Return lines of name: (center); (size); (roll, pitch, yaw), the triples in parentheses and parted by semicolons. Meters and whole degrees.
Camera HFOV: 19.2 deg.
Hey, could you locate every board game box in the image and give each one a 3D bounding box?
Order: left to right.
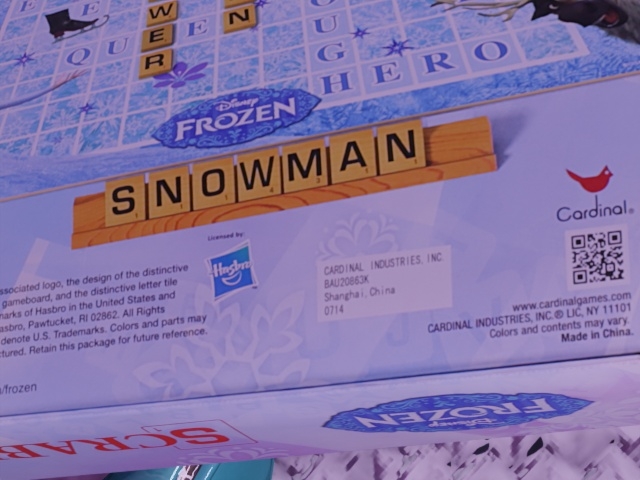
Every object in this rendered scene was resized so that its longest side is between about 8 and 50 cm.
board game box: (0.005, -0.098, 0.549); (0.319, 0.066, 0.318); (-7, 68, 20)

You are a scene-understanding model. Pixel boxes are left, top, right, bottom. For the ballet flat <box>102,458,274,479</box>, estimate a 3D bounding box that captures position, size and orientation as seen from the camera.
ballet flat: (-0.084, 0.159, 0.729); (0.087, 0.083, 0.247); (21, 109, 27)
